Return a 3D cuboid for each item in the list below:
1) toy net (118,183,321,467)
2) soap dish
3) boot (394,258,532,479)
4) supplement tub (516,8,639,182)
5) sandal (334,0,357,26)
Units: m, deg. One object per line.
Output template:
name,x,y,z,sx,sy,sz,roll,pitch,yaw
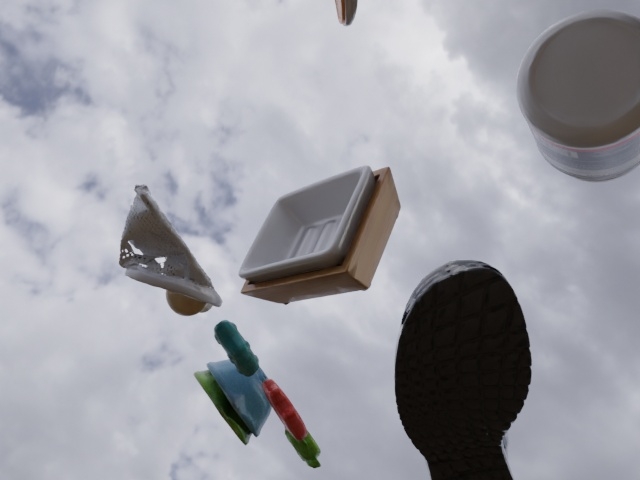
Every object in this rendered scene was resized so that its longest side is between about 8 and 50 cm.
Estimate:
toy net,-0.072,0.069,0.408,0.045,0.122,0.232,-34,-50,-13
soap dish,0.000,0.000,1.146,0.291,0.229,0.118,-14,-48,46
boot,0.128,0.122,0.651,0.118,0.222,0.338,-5,-59,3
supplement tub,0.406,-0.197,0.928,0.191,0.191,0.272,-31,-20,19
sandal,-0.008,-0.381,0.718,0.076,0.102,0.265,-9,-80,-6
